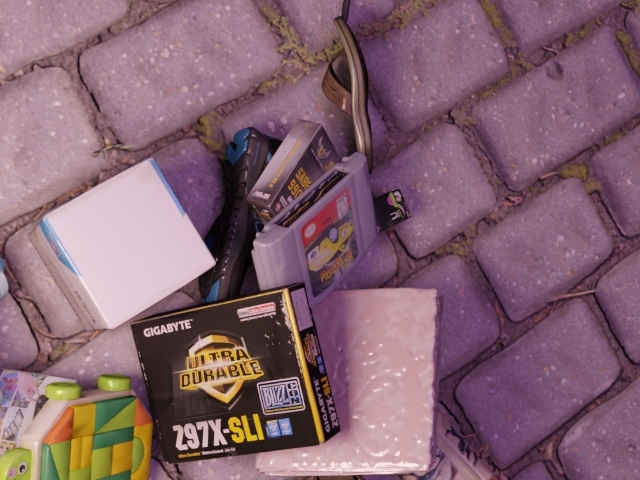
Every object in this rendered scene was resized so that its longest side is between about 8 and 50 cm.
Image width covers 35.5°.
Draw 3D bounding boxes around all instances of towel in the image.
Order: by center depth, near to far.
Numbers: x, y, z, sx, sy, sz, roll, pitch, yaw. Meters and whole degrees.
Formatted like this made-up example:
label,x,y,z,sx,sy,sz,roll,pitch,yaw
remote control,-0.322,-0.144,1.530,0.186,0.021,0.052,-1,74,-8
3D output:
label,x,y,z,sx,sy,sz,roll,pitch,yaw
towel,0.052,0.240,1.723,0.317,0.053,0.332,-4,62,21

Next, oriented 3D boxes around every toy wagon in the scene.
label,x,y,z,sx,sy,sz,roll,pitch,yaw
toy wagon,-0.395,0.357,1.575,0.344,0.068,0.267,2,93,-61

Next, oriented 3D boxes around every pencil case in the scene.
label,x,y,z,sx,sy,sz,roll,pitch,yaw
pencil case,0.213,0.400,1.836,0.410,0.183,0.160,47,73,-11

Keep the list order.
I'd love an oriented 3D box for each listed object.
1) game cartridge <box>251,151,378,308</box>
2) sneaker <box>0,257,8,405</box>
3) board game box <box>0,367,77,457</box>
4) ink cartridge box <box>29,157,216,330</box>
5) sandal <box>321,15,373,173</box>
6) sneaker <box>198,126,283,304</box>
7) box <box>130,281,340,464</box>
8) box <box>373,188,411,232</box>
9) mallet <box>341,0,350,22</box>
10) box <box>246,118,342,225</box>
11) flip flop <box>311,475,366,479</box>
label,x,y,z,sx,sy,sz,roll,pitch,yaw
game cartridge,0.000,0.000,1.746,0.294,0.060,0.196,-43,141,-35
sneaker,-0.542,0.122,1.555,0.319,0.127,0.208,45,45,17
board game box,-0.566,0.309,1.606,0.303,0.097,0.224,12,81,-18
ink cartridge box,-0.330,0.015,1.623,0.197,0.270,0.198,-33,97,-21
sandal,0.047,-0.270,1.872,0.086,0.120,0.303,-6,92,8
sneaker,-0.119,-0.025,1.782,0.139,0.125,0.341,18,84,-29
box,-0.145,0.226,1.666,0.079,0.322,0.257,-19,95,-62
box,0.119,-0.053,1.908,0.083,0.052,0.062,-25,94,-19
mallet,0.053,-0.494,1.935,0.039,0.062,0.190,9,97,-18
box,-0.022,-0.073,1.778,0.183,0.056,0.231,-58,144,-21
flip flop,0.042,0.442,1.783,0.112,0.080,0.277,-15,115,-1
